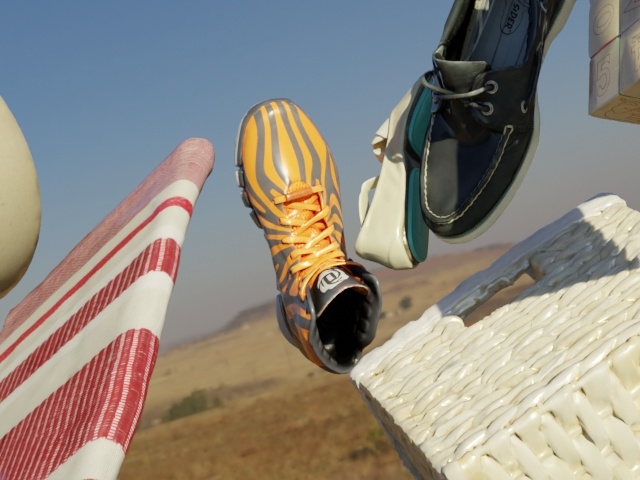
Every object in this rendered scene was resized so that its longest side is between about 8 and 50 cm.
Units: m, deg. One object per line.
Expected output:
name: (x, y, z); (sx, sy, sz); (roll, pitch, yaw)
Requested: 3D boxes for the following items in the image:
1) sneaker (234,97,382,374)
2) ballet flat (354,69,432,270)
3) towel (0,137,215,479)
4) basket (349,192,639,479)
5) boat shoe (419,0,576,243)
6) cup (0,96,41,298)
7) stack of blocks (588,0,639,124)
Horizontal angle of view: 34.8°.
sneaker: (0.000, 0.000, 1.143); (0.124, 0.321, 0.180); (-19, 16, -13)
ballet flat: (0.086, -0.081, 1.121); (0.086, 0.248, 0.086); (11, -29, 6)
towel: (-0.165, 0.091, 0.643); (0.237, 0.037, 0.329); (-40, 24, 27)
basket: (0.263, 0.191, 0.942); (0.328, 0.331, 0.266); (-35, 18, -3)
boat shoe: (0.156, -0.169, 0.985); (0.127, 0.340, 0.113); (24, 1, 43)
cup: (-0.472, -0.025, 0.961); (0.331, 0.331, 0.237); (-18, 16, 26)
stack of blocks: (0.286, -0.223, 0.715); (0.171, 0.297, 0.087); (9, -15, -12)
